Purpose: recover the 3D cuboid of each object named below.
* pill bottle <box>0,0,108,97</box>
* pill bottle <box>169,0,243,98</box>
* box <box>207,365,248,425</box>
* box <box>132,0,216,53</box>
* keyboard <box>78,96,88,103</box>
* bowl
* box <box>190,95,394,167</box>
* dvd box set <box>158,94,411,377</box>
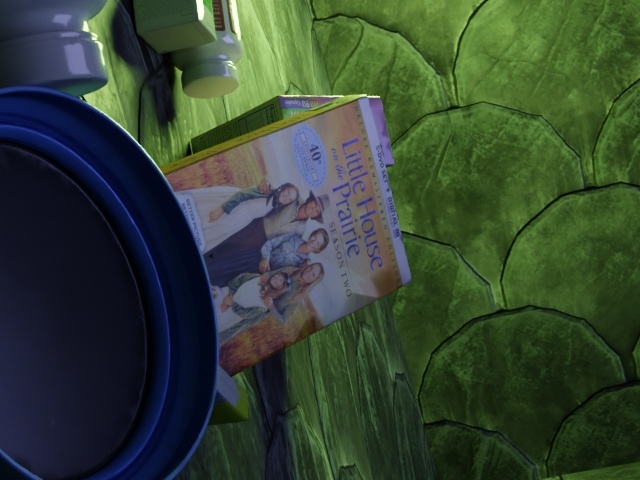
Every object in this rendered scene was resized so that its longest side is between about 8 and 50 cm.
[{"bbox_3d":[-0.305,-0.295,1.259,0.176,0.176,0.318,-8,85,-79],"label":"pill bottle"},{"bbox_3d":[-0.190,-0.345,2.086,0.121,0.121,0.216,45,35,-71],"label":"pill bottle"},{"bbox_3d":[-0.168,0.190,1.632,0.178,0.109,0.042,59,26,-61],"label":"box"},{"bbox_3d":[-0.222,-0.346,1.966,0.101,0.102,0.087,41,41,-75],"label":"box"},{"bbox_3d":[-0.279,-0.186,1.471,0.192,0.038,0.100,56,-3,30],"label":"keyboard"},{"bbox_3d":[-0.242,0.054,1.184,0.391,0.077,0.391,36,44,-45],"label":"bowl"},{"bbox_3d":[-0.048,-0.142,2.067,0.213,0.243,0.117,-5,82,-40],"label":"box"},{"bbox_3d":[-0.061,-0.006,1.850,0.420,0.062,0.308,-24,107,-37],"label":"dvd box set"}]
